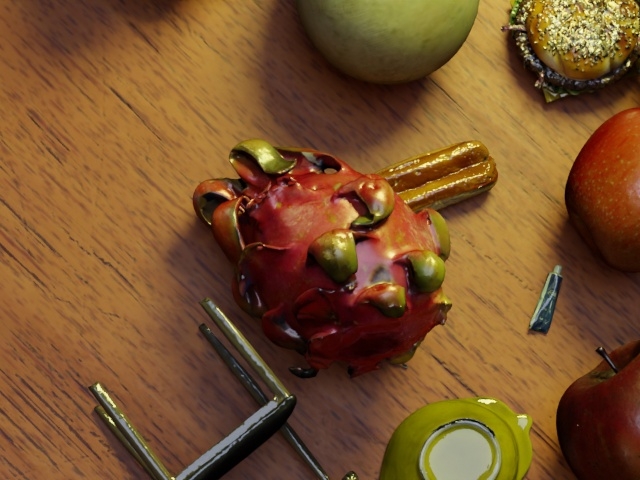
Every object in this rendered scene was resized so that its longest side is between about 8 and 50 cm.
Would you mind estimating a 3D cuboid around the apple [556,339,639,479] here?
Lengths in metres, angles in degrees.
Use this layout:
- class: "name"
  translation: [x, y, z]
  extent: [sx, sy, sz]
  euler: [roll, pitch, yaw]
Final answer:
- class: "apple"
  translation: [0.375, 0.211, 1.825]
  extent: [0.234, 0.234, 0.234]
  euler: [1, 76, -5]

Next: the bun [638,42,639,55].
- class: "bun"
  translation: [0.473, -0.210, 1.946]
  extent: [0.259, 0.152, 0.259]
  euler: [11, 72, -37]

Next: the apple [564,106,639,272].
- class: "apple"
  translation: [0.370, -0.059, 1.910]
  extent: [0.168, 0.181, 0.181]
  euler: [-36, 82, 1]

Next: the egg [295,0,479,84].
- class: "egg"
  translation: [0.076, -0.324, 1.925]
  extent: [0.218, 0.218, 0.295]
  euler: [0, 69, -5]

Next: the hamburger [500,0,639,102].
- class: "hamburger"
  translation: [0.321, -0.259, 1.995]
  extent: [0.189, 0.093, 0.164]
  euler: [-28, 80, -13]

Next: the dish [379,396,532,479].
- class: "dish"
  translation: [0.158, 0.248, 1.864]
  extent: [0.207, 0.080, 0.149]
  euler: [-31, 82, -10]

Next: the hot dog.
- class: "hot dog"
  translation: [0.134, -0.070, 1.956]
  extent: [0.165, 0.045, 0.071]
  euler: [-20, 77, -10]

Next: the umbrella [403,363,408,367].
- class: "umbrella"
  translation: [0.037, 0.111, 1.919]
  extent: [0.149, 0.022, 0.022]
  euler: [24, 52, -6]

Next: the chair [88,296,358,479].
- class: "chair"
  translation: [-0.103, 0.224, 1.799]
  extent: [0.188, 0.166, 0.272]
  euler: [-38, 82, -13]

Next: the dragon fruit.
- class: "dragon fruit"
  translation: [-0.002, 0.013, 1.826]
  extent: [0.307, 0.227, 0.243]
  euler: [9, 48, 3]

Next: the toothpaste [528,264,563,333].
- class: "toothpaste"
  translation: [0.269, 0.069, 1.949]
  extent: [0.027, 0.019, 0.083]
  euler: [22, 79, -17]
